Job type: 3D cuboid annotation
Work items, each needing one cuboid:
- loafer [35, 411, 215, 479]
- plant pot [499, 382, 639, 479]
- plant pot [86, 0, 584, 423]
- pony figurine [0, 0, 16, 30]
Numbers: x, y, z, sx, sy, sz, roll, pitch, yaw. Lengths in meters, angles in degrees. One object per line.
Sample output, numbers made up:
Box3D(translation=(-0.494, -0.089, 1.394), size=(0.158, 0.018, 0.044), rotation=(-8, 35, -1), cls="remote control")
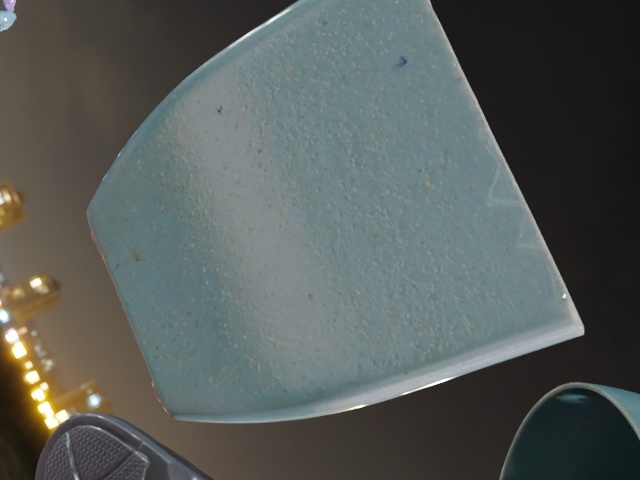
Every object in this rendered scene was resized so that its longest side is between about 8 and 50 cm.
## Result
Box3D(translation=(-0.050, 0.208, 0.717), size=(0.302, 0.109, 0.095), rotation=(34, 0, 30), cls="loafer")
Box3D(translation=(0.267, 0.257, 0.852), size=(0.290, 0.195, 0.290), rotation=(-174, -90, -76), cls="plant pot")
Box3D(translation=(0.000, 0.000, 0.768), size=(0.247, 0.252, 0.248), rotation=(29, 37, -79), cls="plant pot")
Box3D(translation=(-0.420, -0.245, 1.051), size=(0.351, 0.302, 0.364), rotation=(48, 23, -45), cls="pony figurine")
